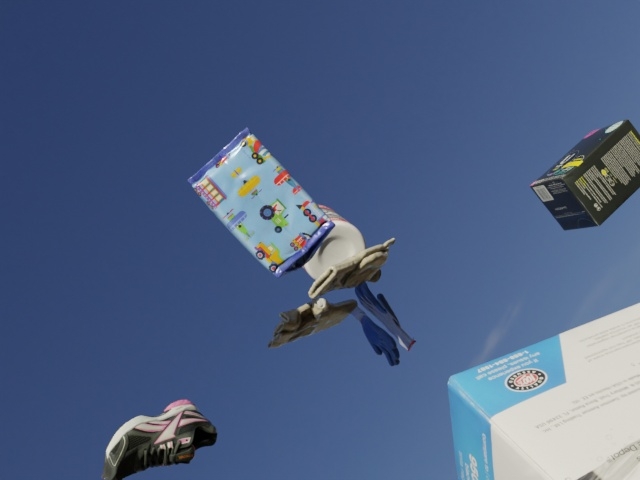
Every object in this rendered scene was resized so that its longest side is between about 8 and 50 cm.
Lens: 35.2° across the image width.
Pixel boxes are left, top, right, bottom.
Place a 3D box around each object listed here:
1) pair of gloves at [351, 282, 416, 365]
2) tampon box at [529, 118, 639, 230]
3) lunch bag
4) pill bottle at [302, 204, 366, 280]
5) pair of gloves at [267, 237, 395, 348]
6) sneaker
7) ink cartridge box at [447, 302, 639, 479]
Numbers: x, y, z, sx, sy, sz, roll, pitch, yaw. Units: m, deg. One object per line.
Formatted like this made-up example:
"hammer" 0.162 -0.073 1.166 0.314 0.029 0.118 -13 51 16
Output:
"pair of gloves" 0.106 0.156 1.879 0.023 0.159 0.198 -38 -10 -21
"tampon box" 0.458 -0.108 1.682 0.161 0.101 0.120 -41 7 -14
"lunch bag" -0.098 -0.048 1.783 0.138 0.221 0.293 -42 -3 -4
"pill bottle" 0.000 0.000 2.531 0.161 0.283 0.161 -4 -75 -15
"pair of gloves" 0.016 0.092 1.711 0.204 0.042 0.240 -17 -27 -47
"sneaker" -0.204 0.266 1.321 0.178 0.077 0.072 -28 -45 -47
"ink cartridge box" 0.348 0.245 0.989 0.285 0.395 0.166 -18 -62 -17
